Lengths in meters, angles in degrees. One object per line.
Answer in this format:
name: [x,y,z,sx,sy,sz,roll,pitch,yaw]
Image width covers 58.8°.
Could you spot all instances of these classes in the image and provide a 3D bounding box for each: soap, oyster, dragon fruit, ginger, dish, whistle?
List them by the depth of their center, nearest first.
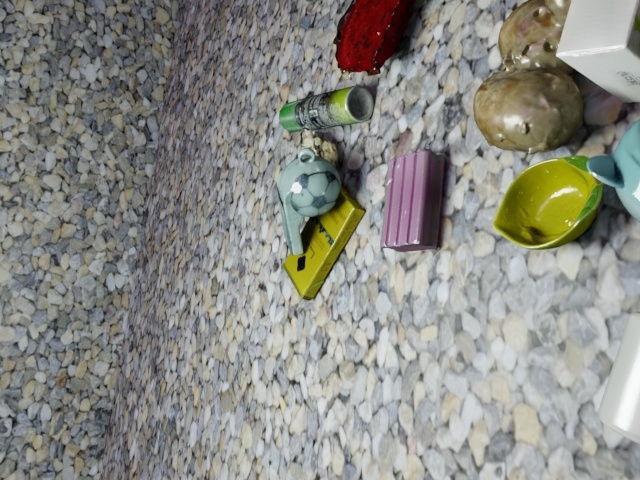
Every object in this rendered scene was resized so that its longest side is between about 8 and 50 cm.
dish: [0.380,-0.052,0.906,0.207,0.080,0.149,-26,53,49]
ginger: [0.361,-0.297,0.944,0.244,0.155,0.304,-105,27,-77]
soap: [0.193,-0.080,1.188,0.122,0.065,0.203,-7,72,53]
whistle: [-0.024,-0.105,1.396,0.163,0.163,0.290,-118,16,-44]
dragon fruit: [0.145,-0.554,1.403,0.282,0.100,0.344,26,96,57]
oyster: [-0.004,-0.236,1.528,0.209,0.071,0.133,-158,68,-72]

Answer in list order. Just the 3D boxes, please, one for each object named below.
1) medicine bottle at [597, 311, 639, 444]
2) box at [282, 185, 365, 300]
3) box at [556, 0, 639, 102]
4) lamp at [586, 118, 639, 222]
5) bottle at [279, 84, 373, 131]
medicine bottle: [0.444,0.135,0.697,0.139,0.139,0.237,18,91,55]
box: [0.000,-0.001,1.450,0.279,0.041,0.153,-60,36,20]
box: [0.462,-0.350,0.801,0.111,0.194,0.261,21,96,55]
lamp: [0.483,-0.064,0.671,0.284,0.209,0.147,19,130,42]
bottle: [0.004,-0.348,1.529,0.330,0.093,0.093,8,84,55]
